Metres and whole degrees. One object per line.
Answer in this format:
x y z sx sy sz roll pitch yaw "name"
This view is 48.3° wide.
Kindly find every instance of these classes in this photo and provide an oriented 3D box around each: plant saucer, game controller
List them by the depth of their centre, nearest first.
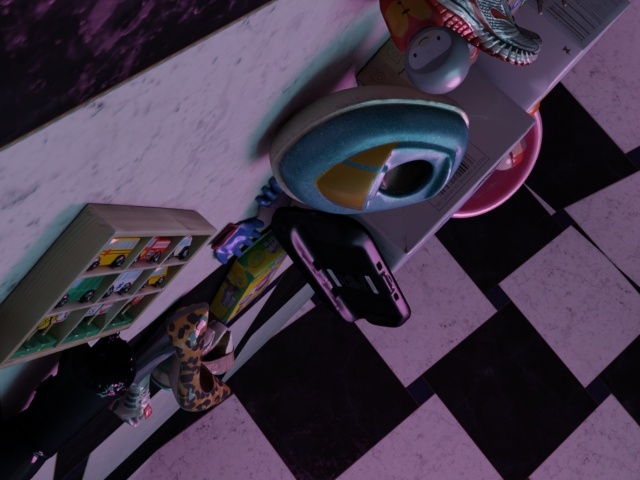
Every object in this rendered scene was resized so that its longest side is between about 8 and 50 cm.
0.041 0.050 1.170 0.319 0.166 0.067 57 41 -50 "game controller"
0.336 -0.215 1.613 0.332 0.332 0.084 -48 -146 9 "plant saucer"

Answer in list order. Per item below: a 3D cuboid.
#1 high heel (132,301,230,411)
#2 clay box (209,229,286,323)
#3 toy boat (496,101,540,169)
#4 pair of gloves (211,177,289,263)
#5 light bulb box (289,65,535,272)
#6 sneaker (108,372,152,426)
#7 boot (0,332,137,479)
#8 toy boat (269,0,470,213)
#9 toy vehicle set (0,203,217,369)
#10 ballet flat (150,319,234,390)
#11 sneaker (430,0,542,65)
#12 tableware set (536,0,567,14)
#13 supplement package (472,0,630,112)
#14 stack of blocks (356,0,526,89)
-0.194 0.202 1.233 0.186 0.093 0.261 -43 142 11 "high heel"
-0.125 0.059 1.344 0.127 0.053 0.222 -42 173 -39 "clay box"
0.359 -0.252 1.408 0.151 0.151 0.231 -26 -144 3 "toy boat"
-0.093 -0.039 1.100 0.198 0.023 0.159 -46 174 0 "pair of gloves"
0.137 -0.101 1.301 0.358 0.225 0.361 -44 172 -20 "light bulb box"
-0.325 0.279 1.294 0.161 0.075 0.057 -51 172 34 "sneaker"
-0.322 0.209 0.792 0.207 0.094 0.246 -45 -179 17 "boot"
0.080 -0.136 0.845 0.267 0.148 0.318 -9 144 -20 "toy boat"
-0.213 0.038 0.732 0.166 0.035 0.267 -47 173 8 "toy vehicle set"
-0.233 0.221 1.449 0.106 0.107 0.316 -61 172 9 "ballet flat"
0.206 -0.284 0.876 0.225 0.088 0.093 15 113 -40 "sneaker"
0.352 -0.421 1.060 0.194 0.039 0.128 -70 166 -52 "tableware set"
0.378 -0.377 1.283 0.262 0.198 0.199 -41 172 -40 "supplement package"
0.188 -0.297 1.038 0.297 0.087 0.171 -47 174 4 "stack of blocks"
